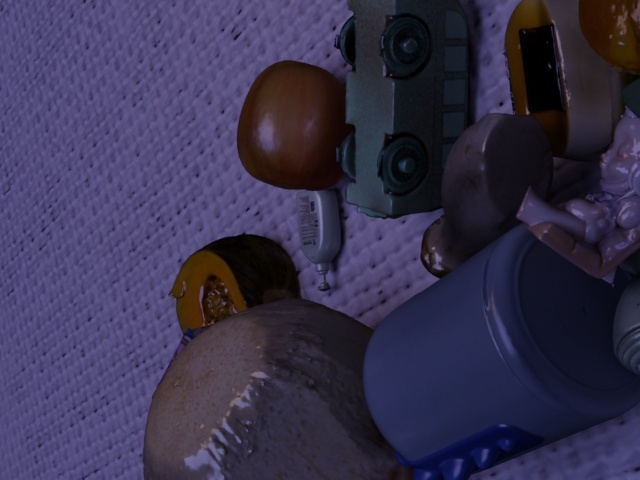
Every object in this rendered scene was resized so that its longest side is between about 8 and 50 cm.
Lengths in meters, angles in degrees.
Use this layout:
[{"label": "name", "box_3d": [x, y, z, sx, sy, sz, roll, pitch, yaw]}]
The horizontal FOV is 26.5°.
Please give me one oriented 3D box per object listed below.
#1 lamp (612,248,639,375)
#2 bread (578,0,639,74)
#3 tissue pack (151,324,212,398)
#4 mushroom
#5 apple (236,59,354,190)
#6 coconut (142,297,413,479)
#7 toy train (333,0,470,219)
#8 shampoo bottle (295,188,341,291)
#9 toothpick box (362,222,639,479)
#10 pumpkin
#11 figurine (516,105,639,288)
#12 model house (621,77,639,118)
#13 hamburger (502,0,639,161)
[{"label": "lamp", "box_3d": [0.360, 0.065, 1.468, 0.106, 0.106, 0.193, -50, 33, 43]}, {"label": "bread", "box_3d": [0.376, -0.299, 1.369, 0.204, 0.156, 0.288, 42, 121, 47]}, {"label": "tissue pack", "box_3d": [-0.186, 0.222, 2.051, 0.115, 0.065, 0.155, 51, 128, 31]}, {"label": "mushroom", "box_3d": [0.195, -0.050, 1.604, 0.350, 0.128, 0.128, 108, 145, -65]}, {"label": "apple", "box_3d": [-0.036, -0.164, 1.953, 0.199, 0.199, 0.199, 8, 99, 53]}, {"label": "coconut", "box_3d": [-0.027, 0.283, 1.830, 0.344, 0.416, 0.415, 43, 126, 54]}, {"label": "toy train", "box_3d": [0.110, -0.189, 1.761, 0.129, 0.159, 0.326, 17, 110, 54]}, {"label": "shampoo bottle", "box_3d": [0.000, 0.000, 2.017, 0.077, 0.045, 0.151, -10, 83, 51]}, {"label": "toothpick box", "box_3d": [0.196, 0.155, 1.602, 0.355, 0.263, 0.263, -37, 64, 50]}, {"label": "pumpkin", "box_3d": [-0.117, 0.153, 2.122, 0.222, 0.139, 0.317, -45, 61, 42]}, {"label": "figurine", "box_3d": [0.324, -0.072, 1.422, 0.237, 0.141, 0.162, -47, 8, 13]}, {"label": "model house", "box_3d": [0.447, -0.148, 1.182, 0.280, 0.312, 0.245, 18, 111, 49]}, {"label": "hamburger", "box_3d": [0.294, -0.195, 1.554, 0.173, 0.116, 0.210, -7, 93, 66]}]
